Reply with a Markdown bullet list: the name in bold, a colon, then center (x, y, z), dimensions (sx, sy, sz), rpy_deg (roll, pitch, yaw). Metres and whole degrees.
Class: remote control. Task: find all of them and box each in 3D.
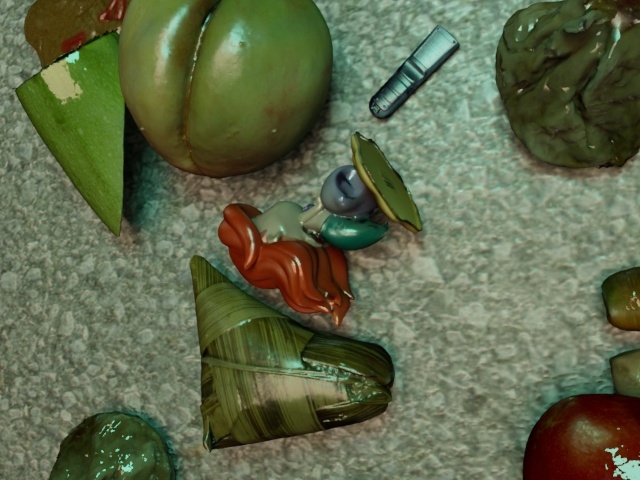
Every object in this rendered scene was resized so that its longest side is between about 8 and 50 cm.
- **remote control**: center (0.129, -0.235, 0.802), dimensions (0.152, 0.027, 0.043), rpy_deg (-46, 73, 10)

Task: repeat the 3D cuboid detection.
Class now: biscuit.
- **biscuit**: center (-0.372, -0.367, 0.948), dimensions (0.273, 0.049, 0.257), rpy_deg (-34, 80, 13)

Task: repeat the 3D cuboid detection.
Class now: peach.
- **peach**: center (-0.131, -0.230, 0.776), dimensions (0.293, 0.247, 0.291), rpy_deg (3, 115, 7)
- **peach**: center (0.347, 0.281, 0.626), dimensions (0.244, 0.199, 0.243), rpy_deg (22, 132, 26)

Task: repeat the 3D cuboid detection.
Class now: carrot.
- **carrot**: center (0.443, 0.061, 0.671), dimensions (0.194, 0.087, 0.087), rpy_deg (-13, 86, 19)

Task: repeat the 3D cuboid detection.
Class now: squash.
- **squash**: center (-0.317, -0.164, 0.867), dimensions (0.189, 0.189, 0.260), rpy_deg (-24, 113, 16)

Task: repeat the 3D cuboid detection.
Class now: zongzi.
- **zongzi**: center (-0.054, 0.132, 0.810), dimensions (0.286, 0.134, 0.288), rpy_deg (-14, 78, 10)

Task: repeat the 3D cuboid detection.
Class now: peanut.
- **peanut**: center (0.426, 0.187, 0.683), dimensions (0.152, 0.076, 0.076), rpy_deg (32, 99, 17)

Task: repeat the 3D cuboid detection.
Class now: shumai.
- **shumai**: center (0.302, -0.200, 0.663), dimensions (0.184, 0.185, 0.217), rpy_deg (-1, 89, 17)
- **shumai**: center (-0.360, 0.409, 0.859), dimensions (0.222, 0.204, 0.271), rpy_deg (5, 87, 16)

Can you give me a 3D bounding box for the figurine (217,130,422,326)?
- **figurine**: center (-0.005, -0.003, 0.770), dimensions (0.257, 0.181, 0.208), rpy_deg (-33, 109, 21)
